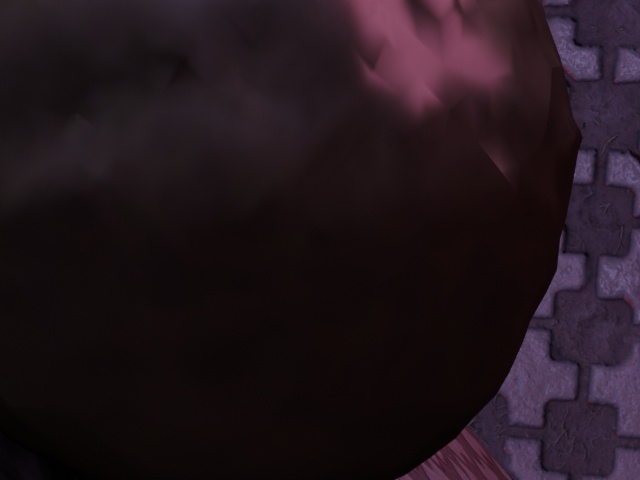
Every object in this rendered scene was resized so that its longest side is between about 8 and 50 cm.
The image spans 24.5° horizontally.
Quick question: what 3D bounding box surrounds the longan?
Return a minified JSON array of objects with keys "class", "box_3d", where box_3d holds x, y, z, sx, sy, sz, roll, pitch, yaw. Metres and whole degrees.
[{"class":"longan","box_3d":[-0.039,-0.037,0.886,0.404,0.404,0.436,50,2,14]}]
